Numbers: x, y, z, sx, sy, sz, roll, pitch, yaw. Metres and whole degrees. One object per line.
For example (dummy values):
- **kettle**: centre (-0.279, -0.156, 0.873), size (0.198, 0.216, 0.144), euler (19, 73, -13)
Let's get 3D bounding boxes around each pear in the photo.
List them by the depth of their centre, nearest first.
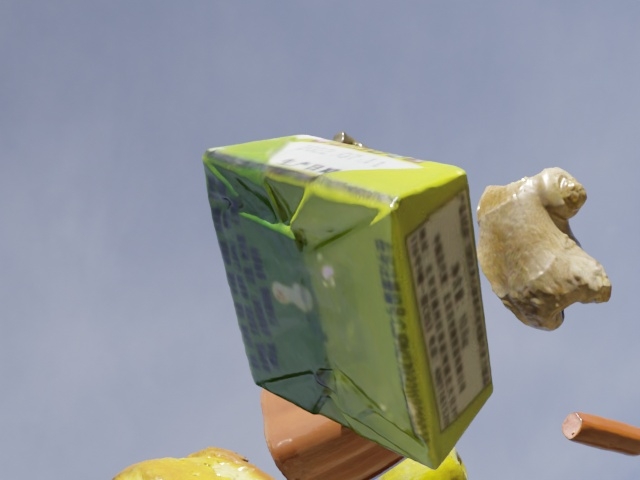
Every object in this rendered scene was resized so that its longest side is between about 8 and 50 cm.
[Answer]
- **pear**: centre (0.184, 0.426, 2.113), size (0.162, 0.149, 0.149), euler (-26, -39, 19)

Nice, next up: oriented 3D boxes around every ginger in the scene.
- **ginger**: centre (0.354, 0.004, 1.897), size (0.221, 0.276, 0.130), euler (-51, -26, 13)

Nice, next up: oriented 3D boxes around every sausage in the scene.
- **sausage**: centre (0.389, 0.262, 1.610), size (0.131, 0.041, 0.039), euler (16, -67, -23)

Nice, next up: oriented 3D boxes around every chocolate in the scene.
- **chocolate**: centre (0.035, 0.045, 1.239), size (0.137, 0.289, 0.301), euler (-29, -59, -33)

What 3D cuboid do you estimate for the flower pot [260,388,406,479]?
- **flower pot**: centre (0.045, 0.220, 1.497), size (0.190, 0.173, 0.190), euler (39, -142, -39)

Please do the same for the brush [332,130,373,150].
- **brush**: centre (-0.026, -0.038, 1.848), size (0.301, 0.084, 0.071), euler (-52, -9, -13)

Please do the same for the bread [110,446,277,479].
- **bread**: centre (-0.178, 0.473, 1.615), size (0.215, 0.398, 0.398), euler (15, -83, -42)
